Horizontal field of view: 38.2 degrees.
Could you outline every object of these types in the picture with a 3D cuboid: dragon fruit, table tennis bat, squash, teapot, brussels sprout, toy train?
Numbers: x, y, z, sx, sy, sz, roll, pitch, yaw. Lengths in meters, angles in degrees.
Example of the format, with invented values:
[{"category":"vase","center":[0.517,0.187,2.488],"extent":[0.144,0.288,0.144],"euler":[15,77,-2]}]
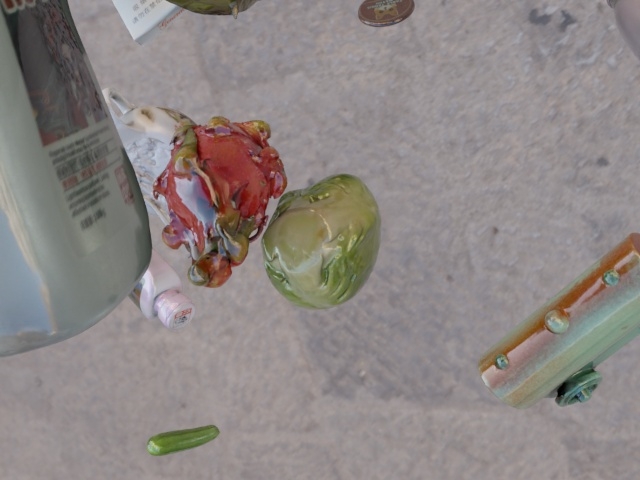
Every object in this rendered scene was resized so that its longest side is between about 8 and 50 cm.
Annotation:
[{"category":"dragon fruit","center":[-0.109,-0.038,0.979],"extent":[0.133,0.207,0.150],"euler":[1,146,8]},{"category":"table tennis bat","center":[0.131,-0.418,1.782],"extent":[0.107,0.170,0.119],"euler":[-12,134,5]},{"category":"squash","center":[-0.153,0.223,1.030],"extent":[0.027,0.089,0.027],"euler":[5,96,54]},{"category":"teapot","center":[-0.305,-0.149,1.675],"extent":[0.204,0.139,0.298],"euler":[-30,108,19]},{"category":"brussels sprout","center":[0.003,0.005,1.093],"extent":[0.161,0.181,0.144],"euler":[-42,80,28]},{"category":"toy train","center":[0.310,0.096,1.070],"extent":[0.285,0.177,0.116],"euler":[-45,57,29]}]

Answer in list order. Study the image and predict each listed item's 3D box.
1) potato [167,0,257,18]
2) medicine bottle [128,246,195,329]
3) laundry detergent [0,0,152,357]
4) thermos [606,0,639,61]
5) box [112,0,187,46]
[{"category":"potato","center":[-0.104,-0.226,0.604],"extent":[0.113,0.149,0.251],"euler":[-56,51,36]},{"category":"medicine bottle","center":[-0.313,0.072,1.671],"extent":[0.219,0.078,0.115],"euler":[41,136,29]},{"category":"laundry detergent","center":[-0.236,-0.142,0.643],"extent":[0.125,0.264,0.397],"euler":[-14,104,9]},{"category":"thermos","center":[0.554,-0.364,1.555],"extent":[0.105,0.193,0.137],"euler":[-37,131,18]},{"category":"box","center":[-0.284,-0.436,1.451],"extent":[0.139,0.035,0.245],"euler":[-35,68,14]}]
